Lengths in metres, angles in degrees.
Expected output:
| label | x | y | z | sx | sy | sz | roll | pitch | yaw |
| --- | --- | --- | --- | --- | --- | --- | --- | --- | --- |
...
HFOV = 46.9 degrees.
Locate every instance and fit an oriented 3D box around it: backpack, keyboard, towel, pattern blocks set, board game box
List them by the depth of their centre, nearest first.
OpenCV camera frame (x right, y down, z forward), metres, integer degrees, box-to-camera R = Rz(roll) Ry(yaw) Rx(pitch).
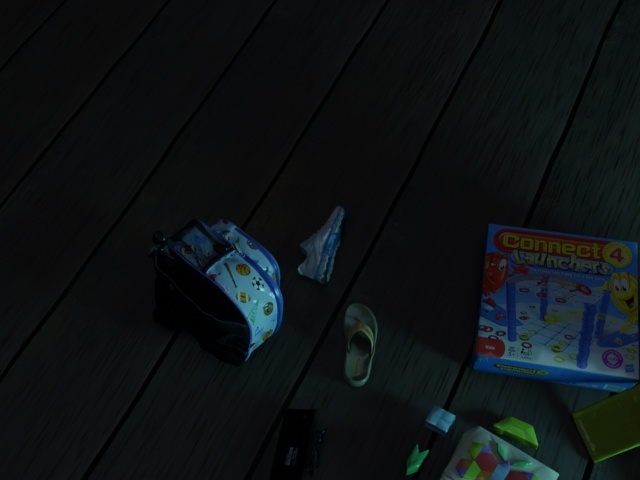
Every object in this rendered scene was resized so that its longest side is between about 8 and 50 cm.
| label | x | y | z | sx | sy | sz | roll | pitch | yaw |
| --- | --- | --- | --- | --- | --- | --- | --- | --- | --- |
| pattern blocks set | 0.317 | 0.423 | 1.315 | 0.325 | 0.026 | 0.285 | 17 | 40 | 14 |
| towel | 0.588 | 0.316 | 1.351 | 0.237 | 0.021 | 0.102 | -31 | 55 | 23 |
| keyboard | -0.040 | 0.418 | 1.411 | 0.100 | 0.038 | 0.192 | -4 | 58 | 29 |
| backpack | -0.198 | 0.109 | 1.484 | 0.213 | 0.276 | 0.263 | -35 | 66 | -30 |
| board game box | 0.476 | 0.132 | 1.497 | 0.308 | 0.086 | 0.301 | 7 | 61 | 9 |

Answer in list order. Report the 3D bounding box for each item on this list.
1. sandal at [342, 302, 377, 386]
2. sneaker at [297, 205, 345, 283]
| label | x | y | z | sx | sy | sz | roll | pitch | yaw |
| --- | --- | --- | --- | --- | --- | --- | --- | --- | --- |
| sandal | 0.078 | 0.207 | 1.506 | 0.072 | 0.049 | 0.180 | 3 | 60 | 6 |
| sneaker | 0.000 | 0.000 | 1.625 | 0.083 | 0.071 | 0.190 | 12 | 61 | 18 |
